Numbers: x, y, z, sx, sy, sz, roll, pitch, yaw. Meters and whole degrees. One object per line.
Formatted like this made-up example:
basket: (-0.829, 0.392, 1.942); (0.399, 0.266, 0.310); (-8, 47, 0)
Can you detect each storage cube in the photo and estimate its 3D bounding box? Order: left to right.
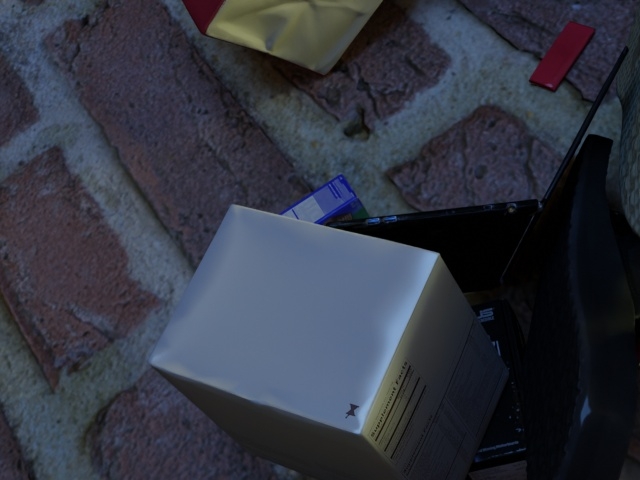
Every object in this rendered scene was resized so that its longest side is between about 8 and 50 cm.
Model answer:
storage cube: (-0.045, -0.322, 1.369); (0.215, 0.183, 0.193); (-51, 47, 25)

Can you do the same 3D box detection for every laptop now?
laptop: (0.126, -0.046, 1.101); (0.264, 0.234, 0.137); (-6, 72, -2)

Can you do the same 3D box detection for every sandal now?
sandal: (0.229, 0.066, 1.009); (0.107, 0.167, 0.446); (15, 34, 1)

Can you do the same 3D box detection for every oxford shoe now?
oxford shoe: (0.317, -0.118, 1.030); (0.130, 0.169, 0.449); (17, 26, 6)

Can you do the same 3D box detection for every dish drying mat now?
dish drying mat: (0.248, -0.190, 1.304); (0.032, 0.008, 0.083); (25, 71, 33)

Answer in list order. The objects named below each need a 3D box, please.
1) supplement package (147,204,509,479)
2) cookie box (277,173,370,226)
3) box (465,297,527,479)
supplement package: (0.014, 0.099, 1.000); (0.194, 0.203, 0.149); (14, 67, 30)
cookie box: (0.000, 0.000, 1.239); (0.107, 0.092, 0.040); (-33, 49, 2)
box: (0.098, 0.150, 1.109); (0.180, 0.077, 0.147); (-15, 54, 14)
